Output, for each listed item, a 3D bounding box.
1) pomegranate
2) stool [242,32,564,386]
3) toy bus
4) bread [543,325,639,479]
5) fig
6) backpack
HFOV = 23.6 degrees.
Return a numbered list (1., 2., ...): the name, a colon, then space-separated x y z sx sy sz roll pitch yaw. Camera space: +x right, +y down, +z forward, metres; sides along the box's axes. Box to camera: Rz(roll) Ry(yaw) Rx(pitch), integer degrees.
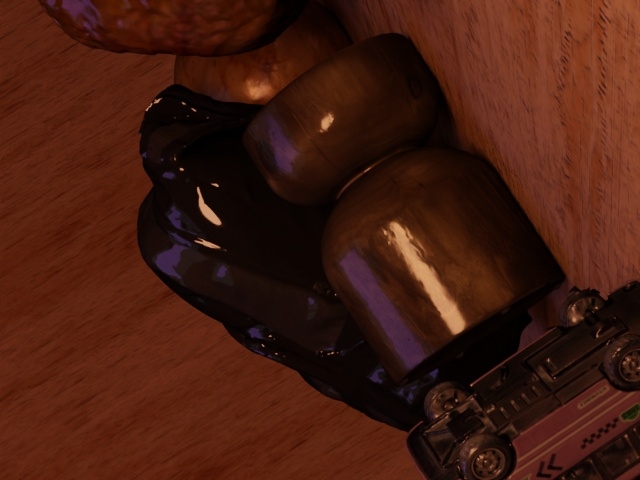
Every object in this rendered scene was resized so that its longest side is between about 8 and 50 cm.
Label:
1. pomegranate: -0.059 -0.176 1.790 0.248 0.248 0.248 58 178 3
2. stool: 0.072 -0.025 1.359 0.264 0.179 0.179 58 178 11
3. toy bus: 0.162 0.119 1.017 0.108 0.199 0.096 55 180 -25
4. bread: 0.213 0.187 1.174 0.224 0.142 0.212 64 -151 -62
5. fig: -0.147 -0.352 1.398 0.286 0.286 0.369 -127 28 -72
6. backpack: 0.000 0.000 1.585 0.445 0.255 0.363 26 -165 -20
